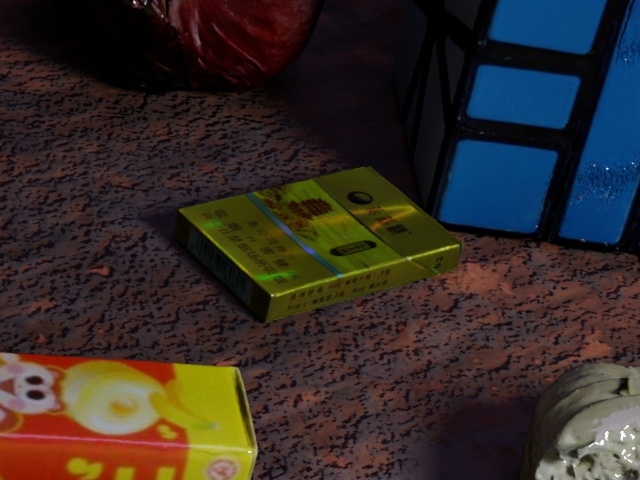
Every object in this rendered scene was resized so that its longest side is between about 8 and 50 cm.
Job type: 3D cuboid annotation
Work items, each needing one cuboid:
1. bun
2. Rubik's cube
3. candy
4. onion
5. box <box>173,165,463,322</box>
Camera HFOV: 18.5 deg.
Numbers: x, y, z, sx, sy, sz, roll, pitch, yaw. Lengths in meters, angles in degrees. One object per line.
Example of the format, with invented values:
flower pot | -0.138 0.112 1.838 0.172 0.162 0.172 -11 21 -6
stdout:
bun | 0.235 0.153 1.279 0.210 0.116 0.237 19 31 9
Rubik's cube | 0.231 -0.178 1.644 0.283 0.288 0.293 6 30 -11
candy | -0.184 0.139 1.111 0.276 0.146 0.088 4 33 -14
onion | -0.129 -0.248 1.672 0.281 0.221 0.281 22 15 -6
box | 0.000 0.000 1.508 0.193 0.030 0.121 -15 42 -37
